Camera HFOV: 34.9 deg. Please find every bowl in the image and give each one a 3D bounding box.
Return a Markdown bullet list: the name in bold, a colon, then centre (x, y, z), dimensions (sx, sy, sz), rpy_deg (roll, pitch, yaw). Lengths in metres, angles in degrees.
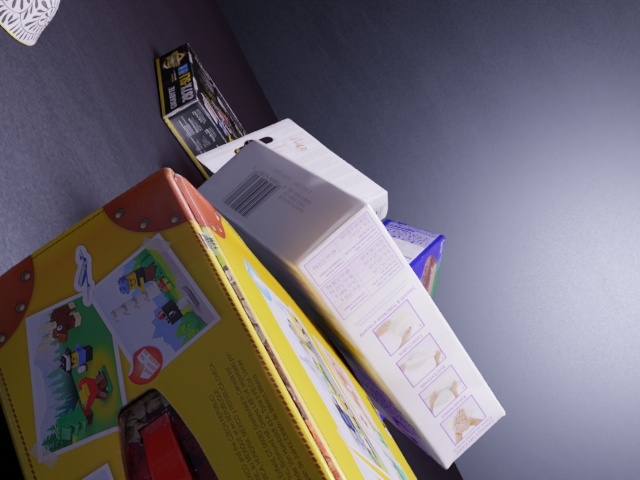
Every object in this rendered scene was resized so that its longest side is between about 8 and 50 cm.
- **bowl**: centre (-0.359, -0.327, 1.213), dimensions (0.170, 0.080, 0.170), rpy_deg (59, 8, -13)

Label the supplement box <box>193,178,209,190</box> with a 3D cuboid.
- **supplement box**: centre (-0.076, -0.030, 1.638), dimensions (0.191, 0.194, 0.129), rpy_deg (63, 7, 16)

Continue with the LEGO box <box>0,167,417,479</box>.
- **LEGO box**: centre (-0.016, 0.248, 0.754), dimensions (0.500, 0.193, 0.372), rpy_deg (58, 3, 36)

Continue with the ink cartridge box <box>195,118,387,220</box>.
- **ink cartridge box**: centre (-0.044, -0.078, 1.514), dimensions (0.232, 0.189, 0.066), rpy_deg (36, -42, 35)

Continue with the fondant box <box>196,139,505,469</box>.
- **fondant box**: centre (0.032, 0.066, 1.083), dimensions (0.330, 0.096, 0.238), rpy_deg (53, -11, -34)

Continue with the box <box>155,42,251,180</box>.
- **box**: centre (-0.190, -0.183, 1.916), dimensions (0.322, 0.079, 0.257), rpy_deg (57, 10, -35)

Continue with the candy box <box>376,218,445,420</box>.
- **candy box**: centre (0.090, 0.136, 1.649), dimensions (0.317, 0.122, 0.268), rpy_deg (-34, 136, -64)
